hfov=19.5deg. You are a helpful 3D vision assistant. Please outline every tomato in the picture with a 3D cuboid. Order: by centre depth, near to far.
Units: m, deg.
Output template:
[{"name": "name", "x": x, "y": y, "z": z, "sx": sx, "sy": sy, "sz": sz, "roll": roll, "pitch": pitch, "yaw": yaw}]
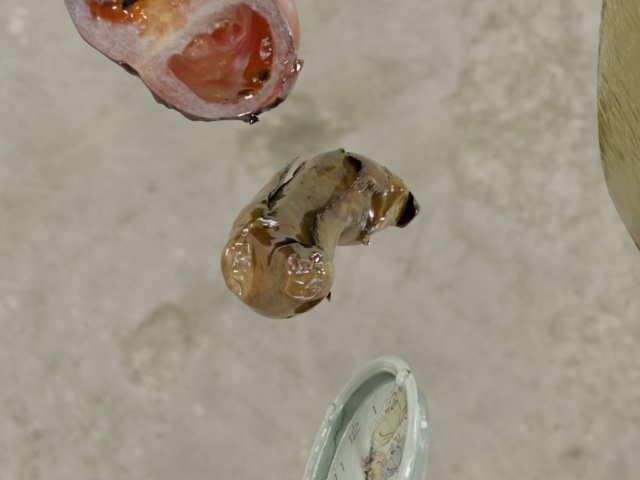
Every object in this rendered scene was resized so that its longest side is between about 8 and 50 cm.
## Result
[{"name": "tomato", "x": -0.107, "y": -0.222, "z": 1.668, "sx": 0.228, "sy": 0.199, "sz": 0.112, "roll": 41, "pitch": 46, "yaw": -19}]

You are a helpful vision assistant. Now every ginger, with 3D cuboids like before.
[{"name": "ginger", "x": -0.011, "y": -0.006, "z": 1.683, "sx": 0.133, "sy": 0.309, "sz": 0.107, "roll": 20, "pitch": 117, "yaw": 15}]

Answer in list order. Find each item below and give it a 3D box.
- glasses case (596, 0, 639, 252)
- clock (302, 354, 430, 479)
[{"name": "glasses case", "x": 0.168, "y": -0.081, "z": 0.522, "sx": 0.173, "sy": 0.371, "sz": 0.141, "roll": -27, "pitch": 73, "yaw": -2}, {"name": "clock", "x": 0.049, "y": 0.228, "z": 1.783, "sx": 0.053, "sy": 0.236, "sz": 0.236, "roll": 21, "pitch": 89, "yaw": -18}]
